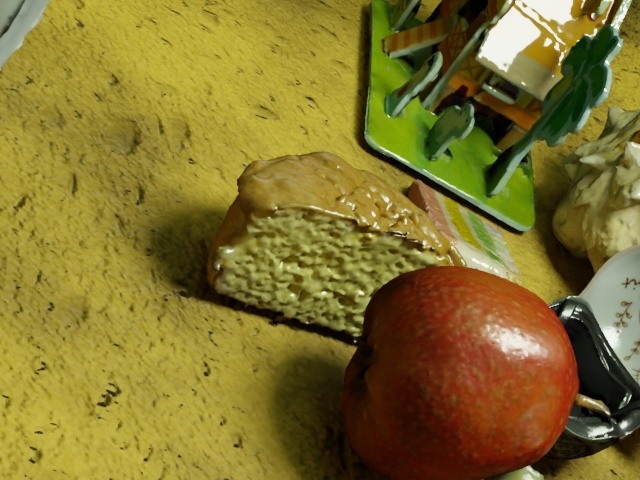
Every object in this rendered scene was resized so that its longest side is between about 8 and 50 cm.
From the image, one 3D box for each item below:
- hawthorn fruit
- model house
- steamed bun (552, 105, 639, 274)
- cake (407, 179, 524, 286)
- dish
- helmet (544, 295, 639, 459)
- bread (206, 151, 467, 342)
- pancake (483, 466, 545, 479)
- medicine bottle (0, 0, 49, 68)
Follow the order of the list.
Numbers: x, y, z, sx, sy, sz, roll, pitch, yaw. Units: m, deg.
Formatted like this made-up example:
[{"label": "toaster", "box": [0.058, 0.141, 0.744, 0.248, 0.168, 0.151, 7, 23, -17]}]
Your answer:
[{"label": "hawthorn fruit", "box": [0.134, 0.119, 1.302, 0.225, 0.196, 0.196, 9, 38, -7]}, {"label": "model house", "box": [0.219, -0.239, 1.765, 0.242, 0.313, 0.358, 27, 35, -14]}, {"label": "steamed bun", "box": [0.380, -0.088, 1.756, 0.137, 0.295, 0.292, 59, -16, -20]}, {"label": "cake", "box": [0.143, 0.003, 1.590, 0.109, 0.090, 0.225, 28, 32, -10]}, {"label": "dish", "box": [0.358, 0.108, 1.600, 0.081, 0.229, 0.229, 48, 18, -45]}, {"label": "helmet", "box": [0.213, 0.141, 1.465, 0.177, 0.107, 0.153, -7, 59, -44]}, {"label": "bread", "box": [0.000, 0.000, 1.413, 0.229, 0.143, 0.139, 21, 25, -32]}, {"label": "pancake", "box": [0.219, 0.338, 1.226, 0.197, 0.054, 0.376, -11, 59, -32]}, {"label": "medicine bottle", "box": [-0.380, -0.287, 1.330, 0.332, 0.190, 0.190, 35, 32, -6]}]
